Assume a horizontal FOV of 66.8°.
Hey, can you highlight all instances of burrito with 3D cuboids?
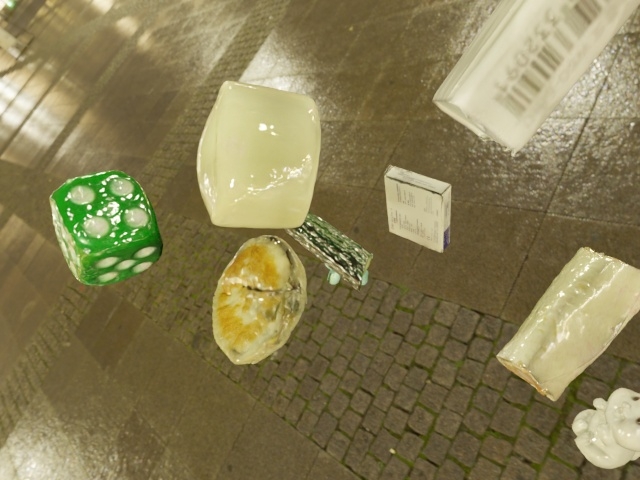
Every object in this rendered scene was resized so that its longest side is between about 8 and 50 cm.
[{"bbox_3d":[0.430,0.123,0.810,0.299,0.143,0.105,-44,15,-10],"label":"burrito"}]

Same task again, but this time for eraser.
[{"bbox_3d":[0.245,-0.260,0.391,0.397,0.082,0.213,-55,3,18],"label":"eraser"}]

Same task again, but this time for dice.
[{"bbox_3d":[-0.311,-0.016,0.705,0.128,0.120,0.131,61,147,14],"label":"dice"}]

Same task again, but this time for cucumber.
[{"bbox_3d":[0.000,-0.001,0.958,0.265,0.077,0.077,36,88,26],"label":"cucumber"}]

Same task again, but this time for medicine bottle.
[{"bbox_3d":[0.241,-0.077,1.219,0.171,0.201,0.052,24,55,33],"label":"medicine bottle"}]

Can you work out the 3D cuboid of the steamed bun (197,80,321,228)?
[{"bbox_3d":[-0.100,-0.147,0.809,0.155,0.199,0.250,142,132,-64],"label":"steamed bun"}]

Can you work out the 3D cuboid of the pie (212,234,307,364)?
[{"bbox_3d":[-0.165,0.149,1.247,0.339,0.077,0.339,-18,61,35],"label":"pie"}]

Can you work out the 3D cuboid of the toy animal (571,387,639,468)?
[{"bbox_3d":[0.659,0.410,1.032,0.193,0.178,0.128,-45,15,40],"label":"toy animal"}]

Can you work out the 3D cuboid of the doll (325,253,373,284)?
[{"bbox_3d":[0.084,0.069,1.419,0.159,0.159,0.059,-3,48,22],"label":"doll"}]
